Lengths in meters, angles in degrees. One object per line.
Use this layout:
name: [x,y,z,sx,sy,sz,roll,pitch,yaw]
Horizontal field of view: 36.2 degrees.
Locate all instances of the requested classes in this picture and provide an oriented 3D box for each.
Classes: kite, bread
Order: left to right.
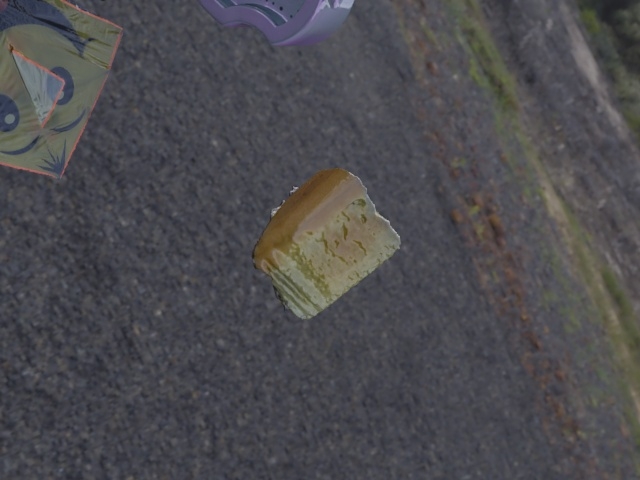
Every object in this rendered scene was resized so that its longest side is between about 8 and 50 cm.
kite: [-0.448,-0.226,1.482,0.378,0.013,0.327,-36,134,-26]
bread: [0.000,0.000,1.239,0.140,0.169,0.160,51,3,-11]

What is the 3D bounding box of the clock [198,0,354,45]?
clock: [-0.056,-0.462,1.449,0.102,0.339,0.338,-13,78,-55]
